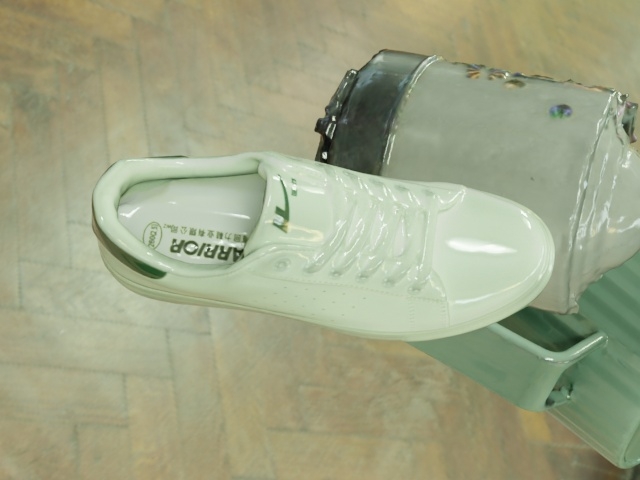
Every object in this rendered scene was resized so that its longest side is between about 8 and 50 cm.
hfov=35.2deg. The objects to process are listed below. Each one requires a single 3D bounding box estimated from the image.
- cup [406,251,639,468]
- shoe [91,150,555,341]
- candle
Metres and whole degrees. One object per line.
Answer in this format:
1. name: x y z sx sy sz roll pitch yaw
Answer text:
1. cup: 0.253 0.060 1.165 0.401 0.310 0.392 -35 57 -18
2. shoe: 0.000 0.000 0.551 0.265 0.110 0.095 1 75 4
3. candle: 0.166 -0.041 0.788 0.330 0.187 0.187 14 35 21
